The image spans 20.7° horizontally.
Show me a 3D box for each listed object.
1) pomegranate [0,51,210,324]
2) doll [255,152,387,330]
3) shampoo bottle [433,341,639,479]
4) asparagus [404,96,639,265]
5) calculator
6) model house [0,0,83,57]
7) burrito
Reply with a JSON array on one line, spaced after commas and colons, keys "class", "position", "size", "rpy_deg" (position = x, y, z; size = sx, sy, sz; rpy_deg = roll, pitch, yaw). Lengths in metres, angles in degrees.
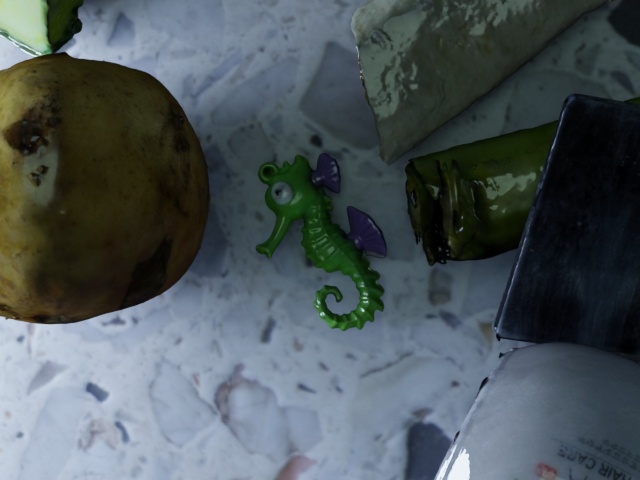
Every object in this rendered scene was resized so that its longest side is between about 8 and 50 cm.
[{"class": "pomegranate", "position": [-0.244, -0.048, 1.651], "size": [0.281, 0.281, 0.281], "rpy_deg": [-1, 84, 8]}, {"class": "doll", "position": [0.000, 0.000, 1.718], "size": [0.115, 0.050, 0.190], "rpy_deg": [-35, 83, -1]}, {"class": "shampoo bottle", "position": [0.242, 0.240, 1.543], "size": [0.266, 0.273, 0.273], "rpy_deg": [24, 88, 15]}, {"class": "asparagus", "position": [0.268, -0.071, 1.654], "size": [0.381, 0.128, 0.108], "rpy_deg": [-16, 57, 4]}, {"class": "calculator", "position": [0.264, -0.010, 1.610], "size": [0.161, 0.021, 0.262], "rpy_deg": [10, 116, -12]}, {"class": "model house", "position": [-0.282, -0.332, 1.766], "size": [0.194, 0.170, 0.211], "rpy_deg": [31, 60, 16]}, {"class": "burrito", "position": [0.144, -0.216, 1.695], "size": [0.299, 0.105, 0.143], "rpy_deg": [-36, 85, 1]}]
